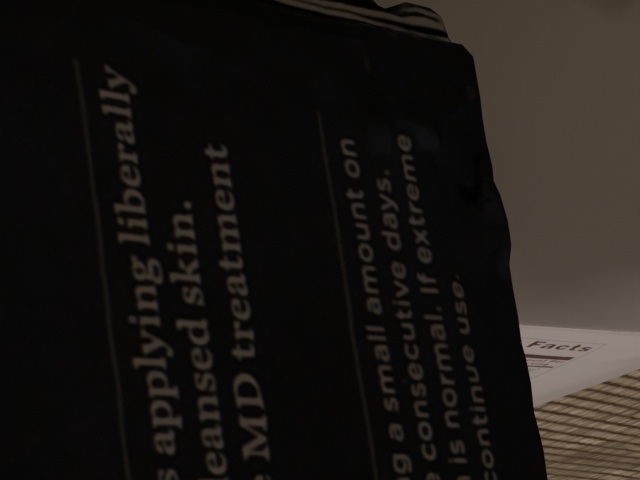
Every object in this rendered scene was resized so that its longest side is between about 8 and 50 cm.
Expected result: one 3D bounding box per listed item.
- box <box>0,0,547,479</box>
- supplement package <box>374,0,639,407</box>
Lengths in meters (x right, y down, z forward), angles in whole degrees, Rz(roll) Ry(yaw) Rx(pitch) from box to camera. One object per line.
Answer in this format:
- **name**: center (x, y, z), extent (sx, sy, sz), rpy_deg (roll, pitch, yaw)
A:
- **box**: center (-0.266, 0.118, 0.475), extent (0.472, 0.297, 0.480), rpy_deg (9, 157, -45)
- **supplement package**: center (0.000, 0.000, 0.693), extent (0.134, 0.139, 0.244), rpy_deg (5, 161, -33)
